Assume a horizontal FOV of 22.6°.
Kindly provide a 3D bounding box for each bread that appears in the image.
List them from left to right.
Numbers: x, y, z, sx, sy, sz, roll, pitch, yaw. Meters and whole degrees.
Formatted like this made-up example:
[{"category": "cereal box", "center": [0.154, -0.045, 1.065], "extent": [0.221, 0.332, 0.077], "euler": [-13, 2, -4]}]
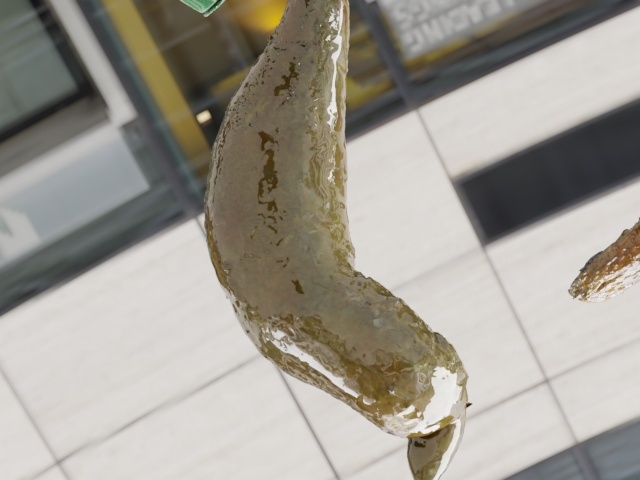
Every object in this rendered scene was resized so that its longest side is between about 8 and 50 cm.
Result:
[{"category": "bread", "center": [0.250, 0.007, 1.230], "extent": [0.126, 0.044, 0.129], "euler": [-42, 172, 15]}]

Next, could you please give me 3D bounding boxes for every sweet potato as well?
[{"category": "sweet potato", "center": [-0.002, 0.003, 0.933], "extent": [0.124, 0.310, 0.098], "euler": [-17, 174, 0]}]

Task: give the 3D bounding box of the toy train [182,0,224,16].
[{"category": "toy train", "center": [-0.167, -0.365, 1.516], "extent": [0.120, 0.301, 0.202], "euler": [-39, -153, 47]}]
